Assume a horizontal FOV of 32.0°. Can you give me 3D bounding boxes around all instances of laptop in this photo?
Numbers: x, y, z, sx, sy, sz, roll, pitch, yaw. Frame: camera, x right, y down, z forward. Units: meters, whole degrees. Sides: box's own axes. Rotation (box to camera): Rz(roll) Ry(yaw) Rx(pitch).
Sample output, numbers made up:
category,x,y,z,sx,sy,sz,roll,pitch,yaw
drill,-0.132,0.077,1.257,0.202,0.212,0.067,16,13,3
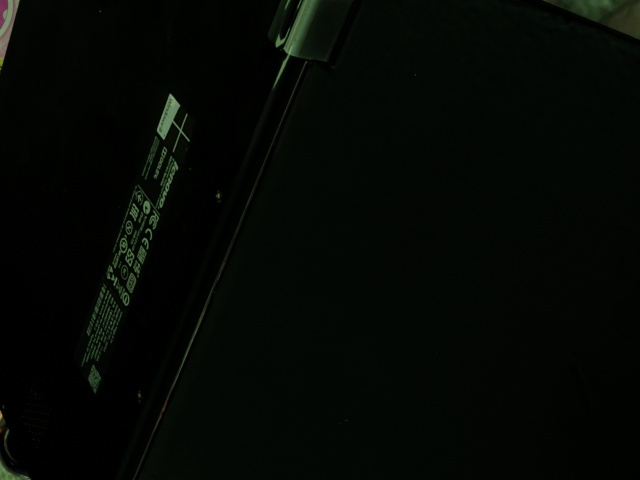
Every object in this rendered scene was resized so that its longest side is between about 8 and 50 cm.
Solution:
category,x,y,z,sx,sy,sz,roll,pitch,yaw
laptop,0.000,0.000,0.616,0.408,0.236,0.382,50,126,39

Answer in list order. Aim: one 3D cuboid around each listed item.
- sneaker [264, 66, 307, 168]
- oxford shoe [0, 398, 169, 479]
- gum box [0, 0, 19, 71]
category,x,y,z,sx,sy,sz,roll,pitch,yaw
sneaker,-0.041,-0.170,0.655,0.135,0.098,0.276,-32,75,43
oxford shoe,-0.215,0.122,0.857,0.271,0.098,0.096,18,110,43
gum box,-0.252,-0.161,0.796,0.062,0.188,0.107,-164,67,-72
